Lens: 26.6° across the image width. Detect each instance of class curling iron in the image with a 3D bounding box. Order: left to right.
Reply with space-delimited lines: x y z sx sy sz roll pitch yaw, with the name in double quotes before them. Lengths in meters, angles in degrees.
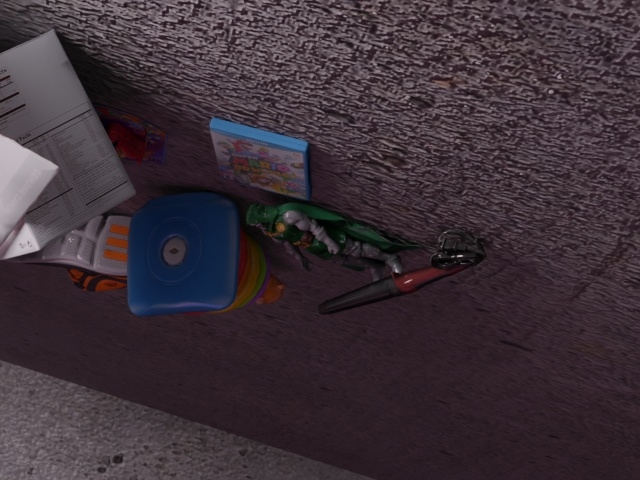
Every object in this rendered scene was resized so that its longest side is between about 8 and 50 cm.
"curling iron" 0.102 0.047 1.780 0.274 0.035 0.068 -24 130 38

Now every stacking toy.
"stacking toy" -0.132 0.044 1.950 0.175 0.166 0.302 -6 165 26

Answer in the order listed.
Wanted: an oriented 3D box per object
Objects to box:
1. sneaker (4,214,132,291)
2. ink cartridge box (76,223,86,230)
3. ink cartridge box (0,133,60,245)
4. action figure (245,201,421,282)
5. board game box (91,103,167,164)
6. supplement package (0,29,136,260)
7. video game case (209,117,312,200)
"sneaker" -0.410 0.013 2.107 0.321 0.125 0.180 17 161 -1
"ink cartridge box" -0.344 -0.100 1.734 0.127 0.072 0.175 37 165 9
"ink cartridge box" -0.478 -0.130 1.410 0.385 0.091 0.308 31 140 -16
"action figure" 0.000 0.000 1.795 0.232 0.063 0.137 21 150 -27
"board game box" -0.264 -0.122 1.722 0.133 0.033 0.169 18 162 -4
"supplement package" -0.352 -0.097 1.522 0.194 0.149 0.203 -12 108 49
"video game case" -0.070 -0.097 1.652 0.119 0.015 0.166 15 162 6
